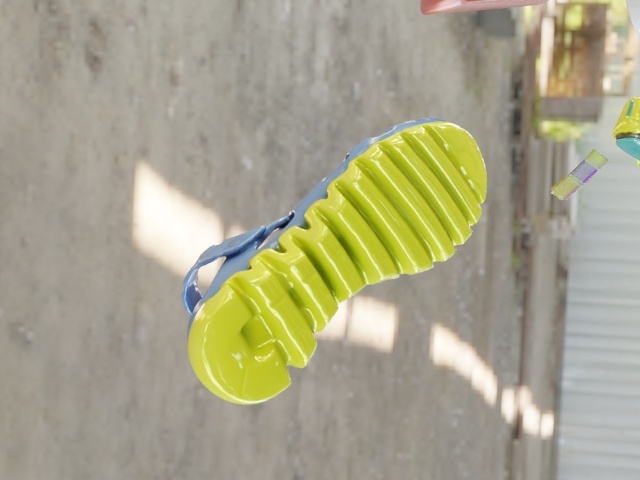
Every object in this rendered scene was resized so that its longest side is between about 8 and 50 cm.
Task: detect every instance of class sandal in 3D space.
[{"bbox_3d":[0.000,0.000,1.185,0.138,0.317,0.126,17,-42,61],"label":"sandal"}]

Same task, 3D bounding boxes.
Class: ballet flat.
[{"bbox_3d":[0.472,-0.130,1.987,0.231,0.077,0.077,35,59,-50],"label":"ballet flat"}]

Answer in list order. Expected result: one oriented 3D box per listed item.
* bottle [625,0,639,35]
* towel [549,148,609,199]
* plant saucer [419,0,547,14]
[{"bbox_3d":[0.523,-0.328,1.770,0.092,0.282,0.118,38,43,-55],"label":"bottle"},{"bbox_3d":[0.341,-0.086,1.886,0.009,0.083,0.060,53,16,25],"label":"towel"},{"bbox_3d":[0.242,-0.399,1.733,0.259,0.047,0.258,-14,124,-46],"label":"plant saucer"}]
